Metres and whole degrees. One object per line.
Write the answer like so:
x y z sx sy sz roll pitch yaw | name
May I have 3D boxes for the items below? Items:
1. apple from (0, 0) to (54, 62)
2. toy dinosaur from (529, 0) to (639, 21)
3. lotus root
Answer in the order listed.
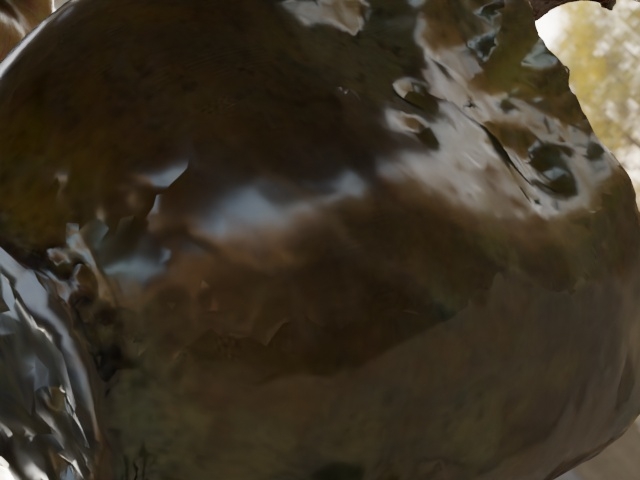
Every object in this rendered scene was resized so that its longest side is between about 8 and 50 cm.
-0.385 -0.249 1.189 0.193 0.261 0.261 -4 -3 18 | apple
0.083 -0.079 0.798 0.327 0.113 0.206 -21 -17 -1 | toy dinosaur
-0.013 -0.009 0.461 0.260 0.267 0.149 -12 -14 -43 | lotus root
